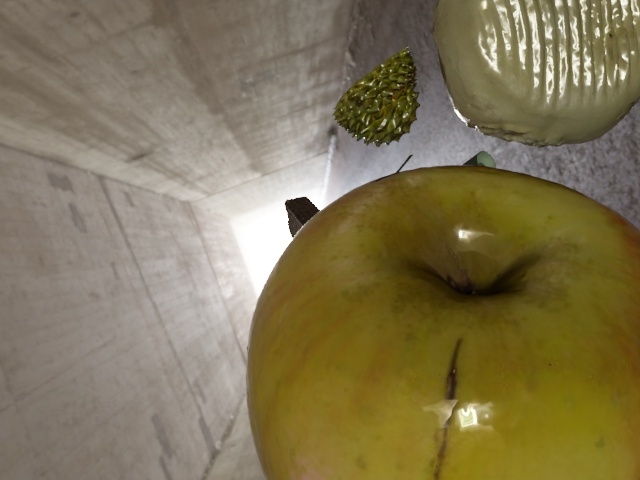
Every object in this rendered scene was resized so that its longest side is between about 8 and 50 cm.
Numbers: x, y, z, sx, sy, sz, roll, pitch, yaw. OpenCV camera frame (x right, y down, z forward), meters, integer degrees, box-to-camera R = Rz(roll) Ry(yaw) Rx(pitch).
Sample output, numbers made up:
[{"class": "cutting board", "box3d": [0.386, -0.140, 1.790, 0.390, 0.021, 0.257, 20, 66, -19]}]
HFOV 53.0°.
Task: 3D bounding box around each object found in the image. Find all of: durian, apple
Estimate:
[{"class": "durian", "box3d": [0.103, -0.214, 1.049, 0.108, 0.187, 0.119, 51, -149, 7]}, {"class": "apple", "box3d": [0.091, 0.090, 0.421, 0.286, 0.286, 0.233, -113, 17, -46]}]

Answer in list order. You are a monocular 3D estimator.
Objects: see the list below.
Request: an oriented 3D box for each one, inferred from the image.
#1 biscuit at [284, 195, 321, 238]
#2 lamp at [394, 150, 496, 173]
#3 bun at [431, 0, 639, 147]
[{"class": "biscuit", "box3d": [0.000, 0.000, 1.541, 0.388, 0.073, 0.107, -133, 29, -61]}, {"class": "lamp", "box3d": [0.133, -0.071, 0.695, 0.054, 0.121, 0.041, -27, 76, 50]}, {"class": "bun", "box3d": [0.299, -0.297, 0.886, 0.326, 0.362, 0.234, 54, 163, -18]}]
